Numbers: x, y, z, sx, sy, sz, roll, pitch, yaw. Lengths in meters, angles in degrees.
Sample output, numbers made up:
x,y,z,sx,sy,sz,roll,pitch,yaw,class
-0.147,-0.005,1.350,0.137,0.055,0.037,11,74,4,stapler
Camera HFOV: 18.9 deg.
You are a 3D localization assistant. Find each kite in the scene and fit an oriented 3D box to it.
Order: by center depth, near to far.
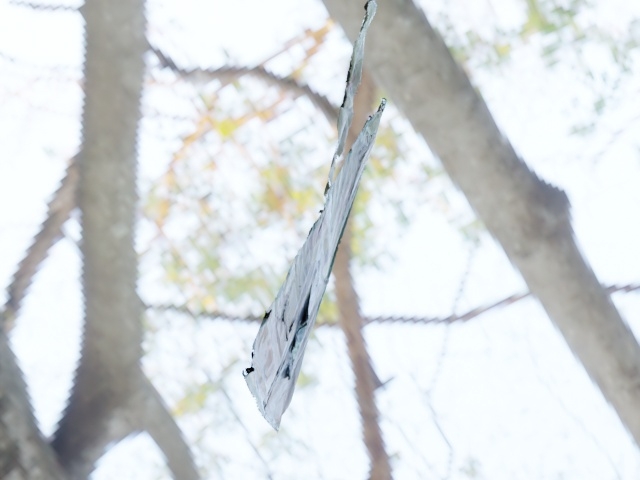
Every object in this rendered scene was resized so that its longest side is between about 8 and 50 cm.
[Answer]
x,y,z,sx,sy,sz,roll,pitch,yaw,class
0.000,0.000,1.182,0.011,0.314,0.335,16,-148,6,kite
